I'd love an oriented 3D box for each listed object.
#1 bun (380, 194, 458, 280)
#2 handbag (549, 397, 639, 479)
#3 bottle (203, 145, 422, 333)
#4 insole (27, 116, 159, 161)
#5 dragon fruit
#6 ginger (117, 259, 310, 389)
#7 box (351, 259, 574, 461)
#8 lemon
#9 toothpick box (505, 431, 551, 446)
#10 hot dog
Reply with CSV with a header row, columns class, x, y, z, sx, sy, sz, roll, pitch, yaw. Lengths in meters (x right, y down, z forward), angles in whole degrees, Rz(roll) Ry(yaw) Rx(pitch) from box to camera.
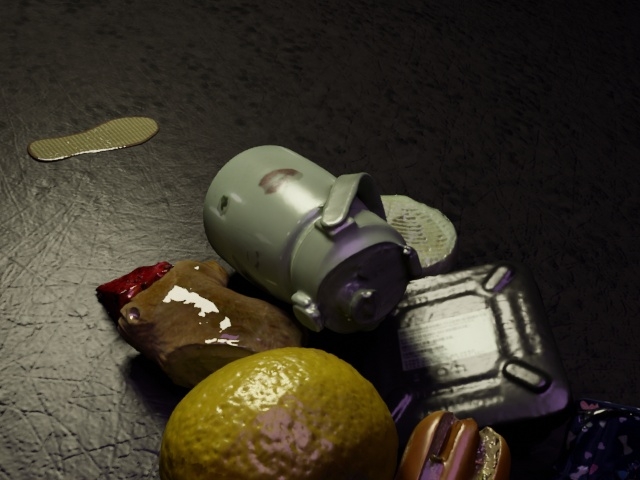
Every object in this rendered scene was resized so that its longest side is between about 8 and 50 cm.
class,x,y,z,sx,sy,sz,roll,pitch,yaw
bun,0.131,0.016,1.294,0.196,0.118,0.195,5,46,-5
handbag,0.426,0.306,1.041,0.260,0.161,0.113,13,-1,-20
bottle,0.000,0.000,1.116,0.229,0.229,0.352,-15,28,-30
insole,-0.410,-0.188,1.422,0.253,0.005,0.086,-22,54,-34
dragon fruit,-0.264,0.063,1.159,0.131,0.063,0.097,-27,58,-37
ginger,-0.143,0.118,1.096,0.276,0.130,0.221,10,33,-16
box,0.187,0.164,1.106,0.290,0.073,0.288,-14,42,12
lemon,-0.041,0.247,0.900,0.311,0.253,0.253,-18,52,-32
toothpick box,0.296,0.214,1.148,0.101,0.101,0.153,20,41,4
hot dog,0.123,0.356,0.890,0.135,0.100,0.337,25,62,7
